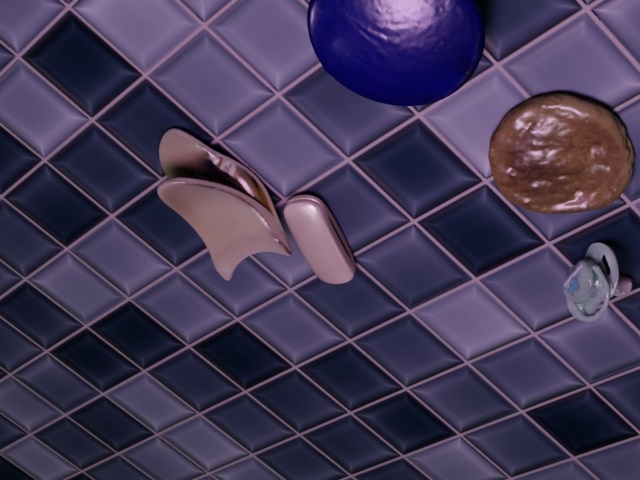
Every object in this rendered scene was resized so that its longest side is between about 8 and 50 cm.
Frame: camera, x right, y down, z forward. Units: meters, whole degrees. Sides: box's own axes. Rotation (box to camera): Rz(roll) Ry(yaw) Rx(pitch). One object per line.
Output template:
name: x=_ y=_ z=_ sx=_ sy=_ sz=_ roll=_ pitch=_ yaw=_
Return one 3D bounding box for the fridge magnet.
fridge magnet: x=0.111 y=-0.312 z=1.685 sx=0.266 sy=0.112 sz=0.265 roll=11 pitch=137 yaw=11

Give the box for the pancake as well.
pancake: x=0.379 y=-0.123 z=1.816 sx=0.242 sy=0.050 sz=0.242 roll=11 pitch=137 yaw=11

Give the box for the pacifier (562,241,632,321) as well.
pacifier: x=0.478 y=0.078 z=1.947 sx=0.117 sy=0.126 sz=0.150 roll=8 pitch=134 yaw=-22

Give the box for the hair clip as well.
hair clip: x=-0.189 y=-0.070 z=2.054 sx=0.172 sy=0.113 sz=0.282 roll=-23 pitch=127 yaw=37

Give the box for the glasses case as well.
glasses case: x=0.000 y=0.000 z=2.080 sx=0.081 sy=0.051 sz=0.204 roll=-5 pitch=131 yaw=27
